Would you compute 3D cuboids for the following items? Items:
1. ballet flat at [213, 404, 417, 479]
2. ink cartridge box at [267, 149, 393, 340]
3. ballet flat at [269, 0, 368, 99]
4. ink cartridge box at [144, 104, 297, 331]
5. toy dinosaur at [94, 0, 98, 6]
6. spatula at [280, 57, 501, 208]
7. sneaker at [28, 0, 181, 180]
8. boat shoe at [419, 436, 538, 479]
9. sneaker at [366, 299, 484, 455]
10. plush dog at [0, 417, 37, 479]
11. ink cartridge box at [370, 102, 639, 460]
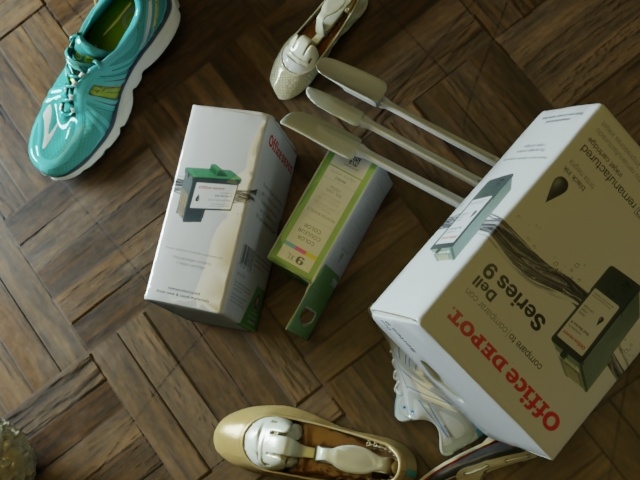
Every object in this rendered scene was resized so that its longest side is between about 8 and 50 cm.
[{"bbox_3d":[-0.010,0.223,1.209,0.232,0.073,0.080,7,79,11],"label":"ballet flat"},{"bbox_3d":[0.000,0.000,1.234,0.062,0.109,0.209,28,85,14],"label":"ink cartridge box"},{"bbox_3d":[-0.007,-0.242,1.313,0.057,0.052,0.168,35,87,14],"label":"ballet flat"},{"bbox_3d":[-0.104,-0.021,1.230,0.092,0.160,0.219,10,80,12],"label":"ink cartridge box"},{"bbox_3d":[-0.338,-0.360,1.400,0.211,0.064,0.112,17,100,22],"label":"toy dinosaur"},{"bbox_3d":[0.089,-0.113,1.217,0.242,0.168,0.019,27,125,0],"label":"spatula"},{"bbox_3d":[-0.273,-0.201,1.316,0.107,0.110,0.275,31,96,15],"label":"sneaker"},{"bbox_3d":[0.164,0.242,1.190,0.137,0.049,0.043,-28,78,-2],"label":"boat shoe"},{"bbox_3d":[0.101,0.151,1.208,0.083,0.071,0.191,-40,75,6],"label":"sneaker"},{"bbox_3d":[-0.443,0.336,1.217,0.262,0.210,0.225,-11,100,7],"label":"plush dog"},{"bbox_3d":[0.226,0.040,1.116,0.211,0.121,0.289,45,77,-16],"label":"ink cartridge box"}]
